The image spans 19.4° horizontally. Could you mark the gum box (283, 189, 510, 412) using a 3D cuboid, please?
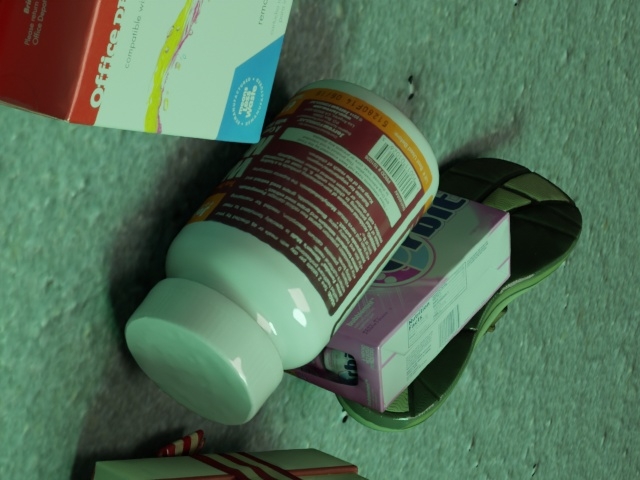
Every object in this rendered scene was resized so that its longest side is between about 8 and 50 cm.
[{"bbox_3d":[0.044,0.037,1.343,0.188,0.107,0.062,-43,140,-40],"label":"gum box"}]

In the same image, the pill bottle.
[{"bbox_3d":[-0.025,0.007,1.231,0.221,0.121,0.121,-52,145,-30],"label":"pill bottle"}]

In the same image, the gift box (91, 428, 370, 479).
[{"bbox_3d":[-0.022,0.285,1.253,0.276,0.258,0.255,12,96,-52],"label":"gift box"}]

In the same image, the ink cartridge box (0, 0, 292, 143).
[{"bbox_3d":[-0.112,-0.132,1.050,0.231,0.078,0.134,1,105,-58],"label":"ink cartridge box"}]

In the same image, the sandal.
[{"bbox_3d":[0.098,0.040,1.490,0.303,0.120,0.086,-46,170,-34],"label":"sandal"}]
